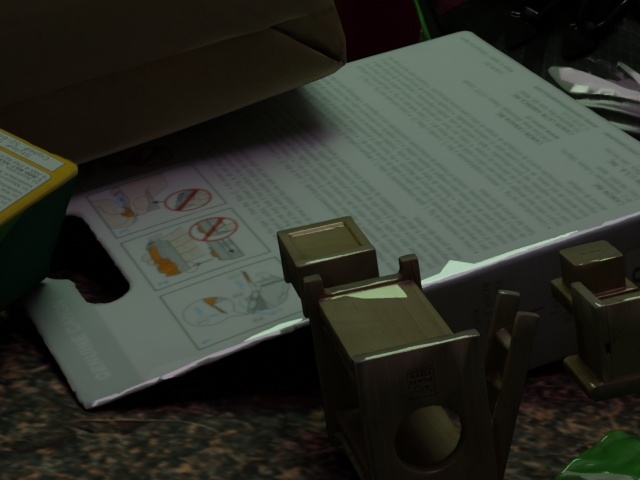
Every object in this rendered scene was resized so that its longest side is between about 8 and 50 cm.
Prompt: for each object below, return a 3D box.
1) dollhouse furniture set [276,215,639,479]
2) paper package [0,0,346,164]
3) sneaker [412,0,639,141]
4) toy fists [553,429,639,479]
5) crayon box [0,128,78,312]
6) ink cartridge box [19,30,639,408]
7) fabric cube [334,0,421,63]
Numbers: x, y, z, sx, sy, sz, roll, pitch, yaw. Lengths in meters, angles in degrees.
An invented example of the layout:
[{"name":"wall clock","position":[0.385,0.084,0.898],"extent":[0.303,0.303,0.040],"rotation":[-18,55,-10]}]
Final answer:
[{"name":"dollhouse furniture set","position":[0.080,0.054,0.901],"extent":[0.160,0.101,0.182],"rotation":[-12,21,-8]},{"name":"paper package","position":[-0.180,-0.168,1.245],"extent":[0.309,0.168,0.325],"rotation":[-19,19,-12]},{"name":"sneaker","position":[0.164,-0.229,1.439],"extent":[0.185,0.202,0.483],"rotation":[-28,72,-27]},{"name":"toy fists","position":[0.217,0.116,0.802],"extent":[0.142,0.096,0.279],"rotation":[20,22,35]},{"name":"crayon box","position":[-0.288,0.002,0.916],"extent":[0.203,0.083,0.323],"rotation":[26,26,10]},{"name":"ink cartridge box","position":[0.000,0.000,1.134],"extent":[0.385,0.091,0.308],"rotation":[-19,31,-16]},{"name":"fabric cube","position":[-0.069,-0.289,1.703],"extent":[0.258,0.259,0.254],"rotation":[-4,21,-26]}]
